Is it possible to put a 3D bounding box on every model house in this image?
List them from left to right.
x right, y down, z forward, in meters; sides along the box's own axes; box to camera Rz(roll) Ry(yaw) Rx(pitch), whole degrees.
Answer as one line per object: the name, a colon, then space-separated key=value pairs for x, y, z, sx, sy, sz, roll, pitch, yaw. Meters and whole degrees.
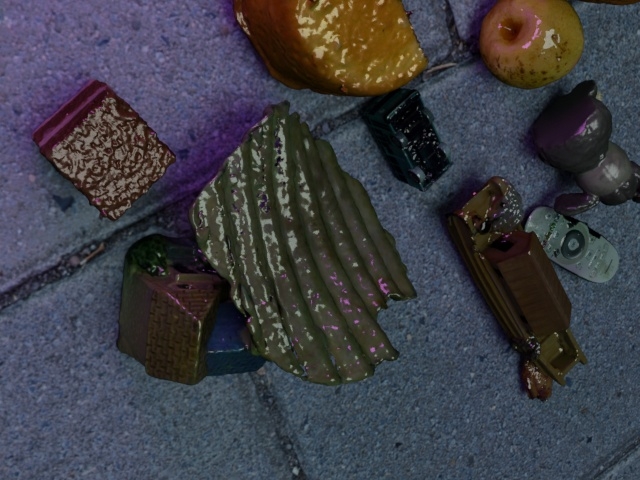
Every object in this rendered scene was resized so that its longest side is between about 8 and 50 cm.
model house: x=-0.158 y=0.105 z=1.357 sx=0.214 sy=0.189 sz=0.195 roll=4 pitch=105 yaw=-30

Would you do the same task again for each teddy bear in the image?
teddy bear: x=0.468 y=-0.141 z=1.703 sx=0.171 sy=0.144 sz=0.251 roll=-33 pitch=121 yaw=5

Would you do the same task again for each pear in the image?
pear: x=0.349 y=-0.329 z=1.558 sx=0.178 sy=0.178 sz=0.177 roll=-10 pitch=110 yaw=-29

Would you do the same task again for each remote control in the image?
remote control: x=0.475 y=0.008 z=1.800 sx=0.256 sy=0.045 sz=0.097 roll=30 pitch=87 yaw=-31

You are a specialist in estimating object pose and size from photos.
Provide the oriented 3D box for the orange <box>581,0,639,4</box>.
orange: x=0.446 y=-0.548 z=1.448 sx=0.322 sy=0.322 sz=0.356 roll=23 pitch=73 yaw=-34

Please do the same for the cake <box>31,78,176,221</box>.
cake: x=-0.287 y=-0.120 z=1.232 sx=0.134 sy=0.147 sz=0.135 roll=-47 pitch=123 yaw=-13

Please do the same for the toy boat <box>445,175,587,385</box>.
toy boat: x=0.365 y=0.079 z=1.684 sx=0.136 sy=0.162 sz=0.445 roll=-42 pitch=122 yaw=-17

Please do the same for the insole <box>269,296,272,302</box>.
insole: x=-0.093 y=0.087 z=1.500 sx=0.064 sy=0.004 sz=0.188 roll=16 pitch=96 yaw=-33

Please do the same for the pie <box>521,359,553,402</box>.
pie: x=0.429 y=0.245 z=1.851 sx=0.092 sy=0.034 sz=0.169 roll=-14 pitch=112 yaw=-32

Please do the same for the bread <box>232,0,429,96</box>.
bread: x=-0.003 y=-0.314 z=1.316 sx=0.179 sy=0.194 sz=0.340 roll=-41 pitch=126 yaw=-16

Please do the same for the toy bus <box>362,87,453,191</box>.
toy bus: x=0.137 y=-0.165 z=1.510 sx=0.079 sy=0.092 sz=0.160 roll=-44 pitch=128 yaw=-15

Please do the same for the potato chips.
potato chips: x=-0.006 y=-0.005 z=1.358 sx=0.389 sy=0.097 sz=0.373 roll=55 pitch=39 yaw=-18
